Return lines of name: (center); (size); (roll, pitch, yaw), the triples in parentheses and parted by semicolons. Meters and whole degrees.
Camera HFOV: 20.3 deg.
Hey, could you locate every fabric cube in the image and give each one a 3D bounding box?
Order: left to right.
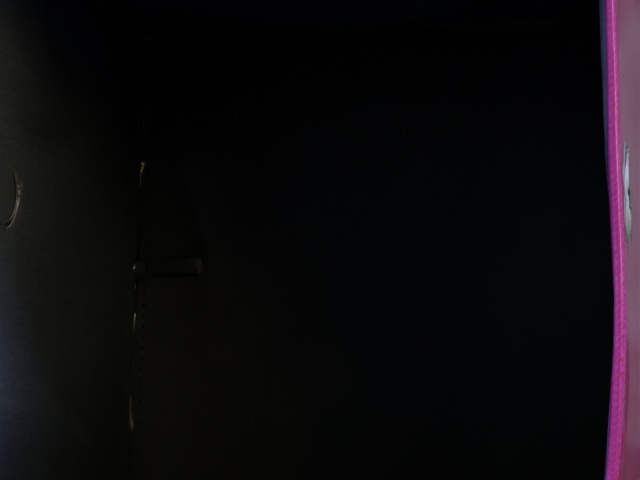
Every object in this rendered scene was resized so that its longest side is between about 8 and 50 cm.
fabric cube: (0.000, 0.000, 0.704); (0.259, 0.258, 0.254); (-1, 80, 14)
